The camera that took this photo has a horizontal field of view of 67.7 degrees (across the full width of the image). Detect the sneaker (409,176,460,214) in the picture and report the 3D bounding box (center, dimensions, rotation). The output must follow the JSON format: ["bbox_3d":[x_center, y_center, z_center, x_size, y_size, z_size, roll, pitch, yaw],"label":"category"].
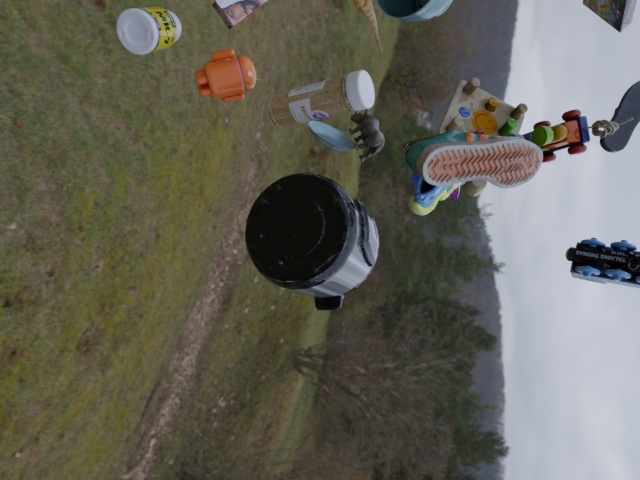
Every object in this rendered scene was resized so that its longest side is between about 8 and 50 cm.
[{"bbox_3d":[0.341,-0.179,1.336,0.240,0.091,0.126,-52,160,-12],"label":"sneaker"}]

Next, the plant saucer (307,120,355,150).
[{"bbox_3d":[0.034,-0.364,1.704,0.037,0.195,0.195,-62,179,27],"label":"plant saucer"}]

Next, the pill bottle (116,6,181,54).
[{"bbox_3d":[-0.491,-0.616,1.390,0.208,0.119,0.119,-76,163,-61],"label":"pill bottle"}]

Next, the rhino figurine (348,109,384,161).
[{"bbox_3d":[0.163,-0.395,1.710,0.073,0.106,0.243,48,23,-48],"label":"rhino figurine"}]

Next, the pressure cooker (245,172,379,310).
[{"bbox_3d":[-0.006,-0.001,1.570,0.370,0.375,0.420,-52,156,1],"label":"pressure cooker"}]

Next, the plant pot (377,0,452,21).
[{"bbox_3d":[0.378,-0.942,1.765,0.196,0.293,0.293,0,92,-48],"label":"plant pot"}]

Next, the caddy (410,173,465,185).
[{"bbox_3d":[0.514,-0.293,1.859,0.341,0.179,0.241,-40,161,-26],"label":"caddy"}]

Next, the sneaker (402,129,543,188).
[{"bbox_3d":[0.309,-0.177,0.971,0.121,0.302,0.108,-123,-142,-52],"label":"sneaker"}]

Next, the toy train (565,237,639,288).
[{"bbox_3d":[0.563,0.046,0.894,0.105,0.184,0.080,28,76,-53],"label":"toy train"}]

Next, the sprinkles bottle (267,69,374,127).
[{"bbox_3d":[-0.003,-0.463,1.580,0.121,0.355,0.121,11,78,-58],"label":"sprinkles bottle"}]

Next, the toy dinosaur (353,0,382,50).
[{"bbox_3d":[0.114,-0.591,1.189,0.211,0.064,0.112,33,85,-52],"label":"toy dinosaur"}]

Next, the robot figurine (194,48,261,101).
[{"bbox_3d":[-0.315,-0.562,1.632,0.128,0.219,0.158,-141,-143,-76],"label":"robot figurine"}]

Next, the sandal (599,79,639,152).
[{"bbox_3d":[0.919,-0.377,1.425,0.254,0.097,0.054,-52,176,2],"label":"sandal"}]

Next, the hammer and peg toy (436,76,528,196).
[{"bbox_3d":[0.507,-0.344,1.553,0.361,0.266,0.127,-62,-179,-23],"label":"hammer and peg toy"}]

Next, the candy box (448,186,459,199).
[{"bbox_3d":[0.547,-0.276,2.133,0.233,0.159,0.071,65,38,-63],"label":"candy box"}]

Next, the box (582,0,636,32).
[{"bbox_3d":[0.859,-0.731,1.418,0.159,0.044,0.233,53,20,20],"label":"box"}]

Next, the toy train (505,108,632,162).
[{"bbox_3d":[0.563,-0.251,1.117,0.248,0.143,0.105,169,-89,-67],"label":"toy train"}]

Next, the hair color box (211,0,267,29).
[{"bbox_3d":[-0.258,-0.779,1.556,0.167,0.053,0.093,-44,113,-14],"label":"hair color box"}]
